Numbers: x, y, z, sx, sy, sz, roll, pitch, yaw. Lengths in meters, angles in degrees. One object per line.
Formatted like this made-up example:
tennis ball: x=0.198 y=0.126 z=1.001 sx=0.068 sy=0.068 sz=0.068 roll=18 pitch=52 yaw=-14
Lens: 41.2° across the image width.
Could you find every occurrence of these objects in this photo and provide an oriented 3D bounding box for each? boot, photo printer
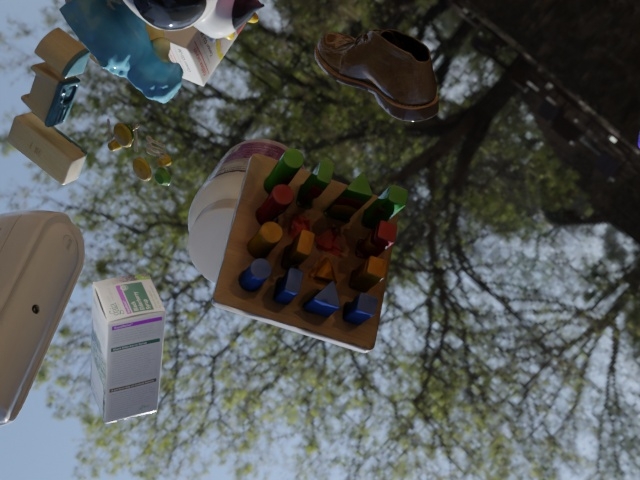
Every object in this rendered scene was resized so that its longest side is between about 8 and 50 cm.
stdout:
boot: x=0.090 y=-0.306 z=1.398 sx=0.112 sy=0.115 sz=0.305 roll=-23 pitch=-141 yaw=-23
photo printer: x=-0.444 y=0.092 z=1.076 sx=0.307 sy=0.256 sz=0.107 roll=-80 pitch=-31 yaw=-42

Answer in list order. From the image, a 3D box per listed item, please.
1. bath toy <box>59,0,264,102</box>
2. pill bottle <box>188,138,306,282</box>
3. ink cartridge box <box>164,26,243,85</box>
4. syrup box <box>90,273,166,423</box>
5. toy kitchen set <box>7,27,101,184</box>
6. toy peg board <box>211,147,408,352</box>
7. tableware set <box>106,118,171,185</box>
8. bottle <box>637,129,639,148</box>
bath toy: x=-0.051 y=-0.248 z=0.700 sx=0.129 sy=0.348 sz=0.151 roll=53 pitch=-149 yaw=-12
pill bottle: x=-0.114 y=-0.045 z=1.350 sx=0.169 sy=0.169 sz=0.301 roll=35 pitch=-158 yaw=-9
ink cartridge box: x=-0.211 y=-0.350 z=1.466 sx=0.067 sy=0.198 sz=0.115 roll=24 pitch=163 yaw=19
syrup box: x=-0.310 y=0.174 z=1.362 sx=0.096 sy=0.237 sz=0.093 roll=-9 pitch=-138 yaw=-27
toy kitchen set: x=-0.367 y=-0.222 z=1.345 sx=0.122 sy=0.207 sz=0.166 roll=38 pitch=-147 yaw=9
toy peg board: x=0.000 y=0.000 z=0.797 sx=0.161 sy=0.079 sz=0.160 roll=19 pitch=-116 yaw=-13
tableware set: x=-0.338 y=-0.164 z=1.596 sx=0.154 sy=0.104 sz=0.024 roll=24 pitch=-142 yaw=24
bottle: x=0.653 y=-0.183 z=1.420 sx=0.092 sy=0.118 sz=0.283 roll=24 pitch=-179 yaw=-17
